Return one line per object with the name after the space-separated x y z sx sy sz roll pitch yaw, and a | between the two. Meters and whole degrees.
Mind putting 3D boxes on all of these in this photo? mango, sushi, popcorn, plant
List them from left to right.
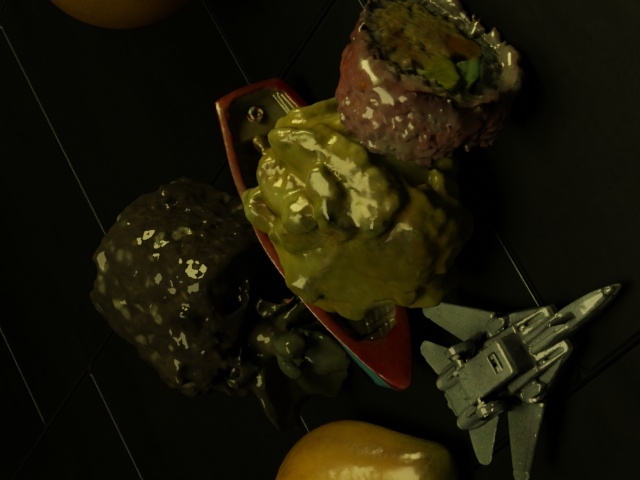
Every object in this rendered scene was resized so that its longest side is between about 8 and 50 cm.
-0.103 0.081 1.831 0.312 0.213 0.215 38 132 27 | plant
0.037 -0.042 1.603 0.266 0.192 0.233 19 135 31 | popcorn
0.048 0.293 1.802 0.317 0.119 0.176 -21 85 47 | mango
0.078 -0.166 1.504 0.241 0.161 0.107 47 140 32 | sushi

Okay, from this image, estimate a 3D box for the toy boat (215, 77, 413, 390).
0.000 0.000 1.725 0.392 0.136 0.079 63 163 14 | toy boat

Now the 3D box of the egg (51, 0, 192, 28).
-0.217 -0.393 1.745 0.250 0.250 0.322 45 133 34 | egg

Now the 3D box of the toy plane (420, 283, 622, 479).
0.199 0.110 1.518 0.212 0.088 0.267 62 145 14 | toy plane
